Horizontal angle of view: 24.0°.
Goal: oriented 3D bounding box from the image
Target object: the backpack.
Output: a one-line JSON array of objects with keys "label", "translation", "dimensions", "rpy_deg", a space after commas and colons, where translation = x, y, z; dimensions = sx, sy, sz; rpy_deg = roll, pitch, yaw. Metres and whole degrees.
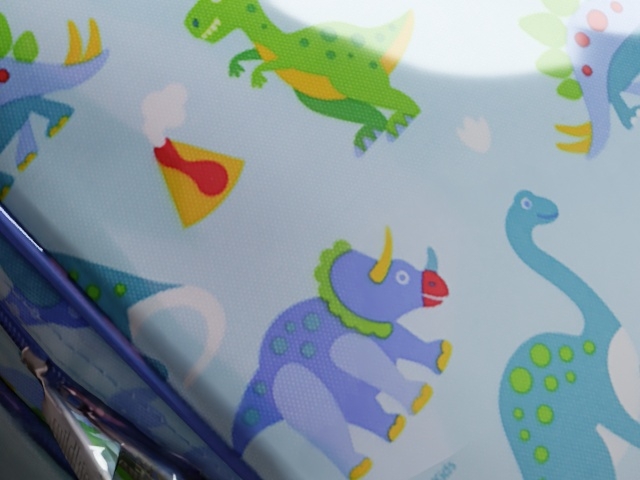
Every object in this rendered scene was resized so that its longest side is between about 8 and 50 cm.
[{"label": "backpack", "translation": [0.000, 0.000, 0.451], "dimensions": [0.355, 0.273, 0.290], "rpy_deg": [37, 65, 19]}]
